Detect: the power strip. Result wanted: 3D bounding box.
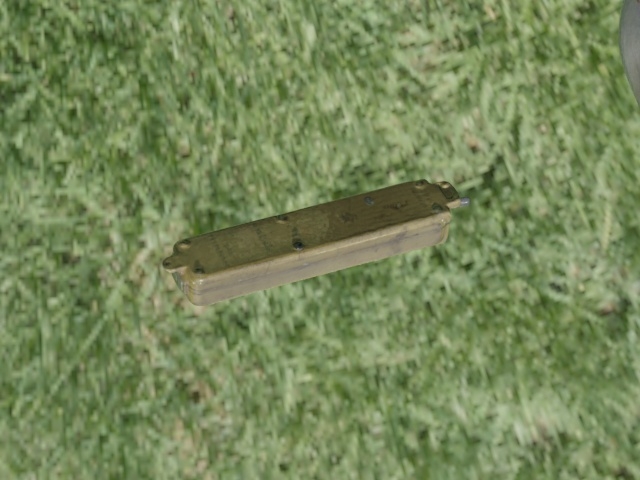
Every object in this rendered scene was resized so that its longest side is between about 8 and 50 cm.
[{"bbox_3d":[0.000,0.000,1.413,0.305,0.064,0.044,-15,134,-18],"label":"power strip"}]

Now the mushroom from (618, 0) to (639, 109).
[{"bbox_3d":[0.376,-0.180,1.644,0.116,0.225,0.093,4,178,19],"label":"mushroom"}]
